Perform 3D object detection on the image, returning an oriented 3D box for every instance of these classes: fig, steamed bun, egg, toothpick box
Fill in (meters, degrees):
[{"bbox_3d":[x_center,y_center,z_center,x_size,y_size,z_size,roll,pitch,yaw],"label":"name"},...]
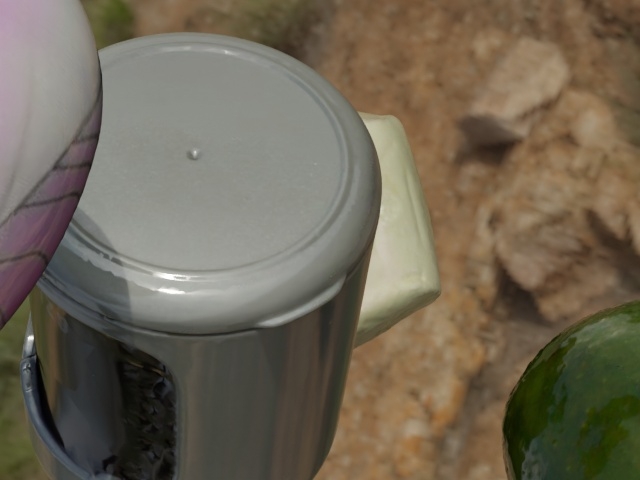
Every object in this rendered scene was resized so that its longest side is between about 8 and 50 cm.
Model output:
[{"bbox_3d":[0.218,0.106,0.981,0.245,0.195,0.195,-27,52,17],"label":"fig"},{"bbox_3d":[0.000,0.000,1.817,0.170,0.200,0.226,150,107,-71],"label":"steamed bun"},{"bbox_3d":[-0.204,-0.024,0.832,0.196,0.196,0.271,38,111,52],"label":"egg"},{"bbox_3d":[-0.071,0.046,1.173,0.316,0.229,0.229,97,163,-51],"label":"toothpick box"}]
